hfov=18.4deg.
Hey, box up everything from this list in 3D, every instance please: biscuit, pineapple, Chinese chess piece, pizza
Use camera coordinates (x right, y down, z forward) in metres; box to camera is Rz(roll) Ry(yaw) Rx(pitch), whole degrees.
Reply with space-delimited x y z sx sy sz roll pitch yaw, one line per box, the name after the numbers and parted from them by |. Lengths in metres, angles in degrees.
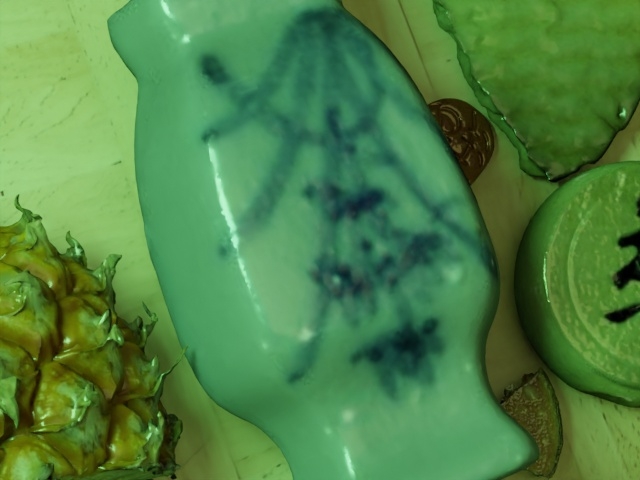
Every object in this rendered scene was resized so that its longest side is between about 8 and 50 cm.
0.170 -0.191 1.547 0.187 0.036 0.274 -28 87 -17 | biscuit
-0.265 0.046 1.287 0.344 0.209 0.286 -12 76 -19 | pineapple
0.089 -0.071 1.514 0.078 0.015 0.091 39 73 -5 | biscuit
0.241 0.033 1.499 0.188 0.083 0.188 2 81 -12 | Chinese chess piece
0.143 0.138 1.484 0.078 0.025 0.083 -2 91 -9 | pizza

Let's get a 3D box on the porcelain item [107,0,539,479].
0.000 0.000 1.393 0.242 0.178 0.405 -20 85 -17 | porcelain item
